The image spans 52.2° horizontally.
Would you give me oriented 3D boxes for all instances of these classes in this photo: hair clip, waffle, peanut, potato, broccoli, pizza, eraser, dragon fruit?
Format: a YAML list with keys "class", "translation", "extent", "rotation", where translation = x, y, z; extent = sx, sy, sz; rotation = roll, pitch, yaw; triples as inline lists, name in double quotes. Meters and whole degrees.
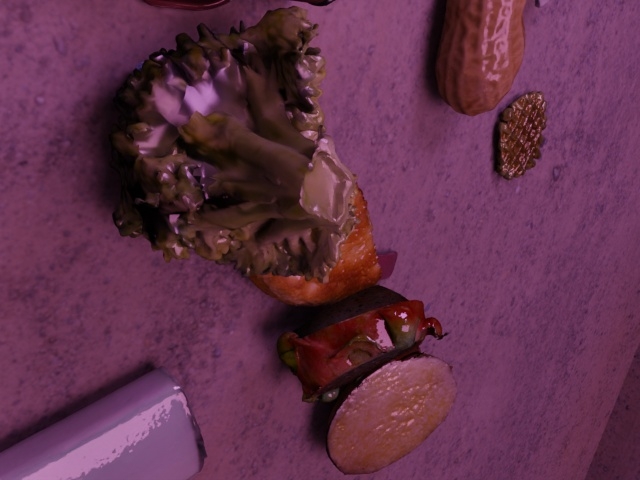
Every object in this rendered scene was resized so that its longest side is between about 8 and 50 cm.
- class: "hair clip"
  translation: [0.100, 0.047, 1.210]
  extent: [0.137, 0.022, 0.054]
  rotation: [-1, 114, -44]
- class: "waffle"
  translation: [0.428, -0.221, 1.379]
  extent: [0.169, 0.036, 0.183]
  rotation: [-31, 130, -32]
- class: "peanut"
  translation: [0.279, -0.370, 1.086]
  extent: [0.153, 0.140, 0.325]
  rotation: [1, 108, -30]
- class: "potato"
  translation: [0.120, 0.319, 1.302]
  extent: [0.299, 0.116, 0.239]
  rotation: [-36, 126, -11]
- class: "broccoli"
  translation: [-0.080, -0.071, 0.756]
  extent: [0.293, 0.281, 0.347]
  rotation: [-39, 116, -25]
- class: "pizza"
  translation: [0.000, 0.000, 1.040]
  extent: [0.336, 0.086, 0.226]
  rotation: [17, 102, -47]
- class: "eraser"
  translation: [-0.308, 0.317, 0.894]
  extent: [0.290, 0.104, 0.189]
  rotation: [-26, 131, -33]
- class: "dragon fruit"
  translation: [0.060, 0.173, 1.104]
  extent: [0.268, 0.130, 0.295]
  rotation: [-8, 154, -49]

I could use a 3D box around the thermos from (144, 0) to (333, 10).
- class: "thermos"
  translation: [-0.127, -0.339, 0.748]
  extent: [0.330, 0.136, 0.109]
  rotation: [-9, 89, -41]

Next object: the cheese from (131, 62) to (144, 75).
- class: "cheese"
  translation: [-0.203, -0.172, 0.811]
  extent: [0.047, 0.017, 0.111]
  rotation: [-40, 141, -18]

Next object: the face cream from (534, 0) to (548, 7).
- class: "face cream"
  translation: [0.406, -0.585, 1.096]
  extent: [0.145, 0.145, 0.369]
  rotation: [-38, 133, -24]
